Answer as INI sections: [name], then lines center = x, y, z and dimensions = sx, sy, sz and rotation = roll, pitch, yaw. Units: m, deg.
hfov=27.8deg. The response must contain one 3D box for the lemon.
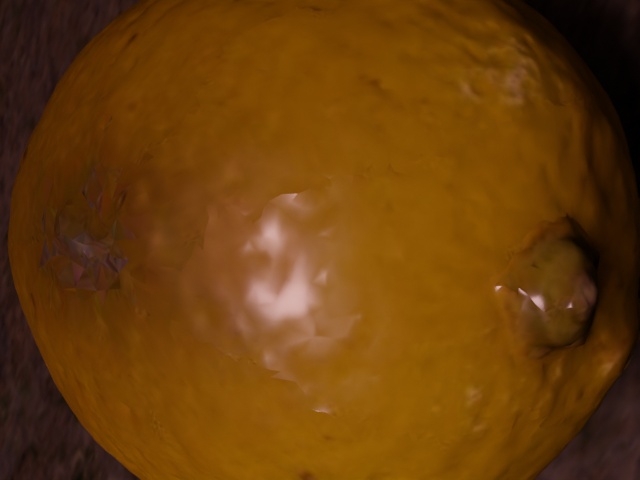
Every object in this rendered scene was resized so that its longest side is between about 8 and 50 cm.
[lemon]
center = -0.002, 0.000, 0.553
dimensions = 0.284, 0.260, 0.261
rotation = -32, 68, 61
